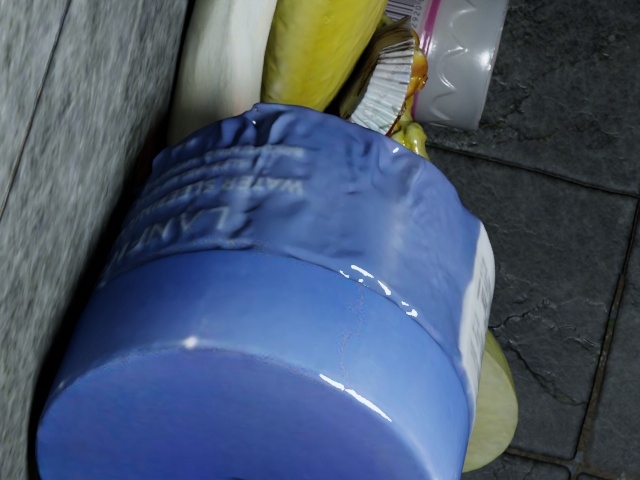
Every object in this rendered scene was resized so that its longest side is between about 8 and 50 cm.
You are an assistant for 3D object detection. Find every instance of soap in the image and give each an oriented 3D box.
[{"bbox_3d":[0.024,-0.265,1.475,0.427,0.115,0.306,109,-4,-54],"label":"soap"}]

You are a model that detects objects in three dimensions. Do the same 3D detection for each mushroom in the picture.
[{"bbox_3d":[-0.065,-0.108,1.266,0.084,0.071,0.209,-20,128,-48],"label":"mushroom"}]

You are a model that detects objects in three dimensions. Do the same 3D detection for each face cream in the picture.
[{"bbox_3d":[0.098,-0.220,2.106,0.175,0.195,0.175,15,90,-84],"label":"face cream"},{"bbox_3d":[-0.026,0.074,1.174,0.225,0.249,0.249,-74,177,-47],"label":"face cream"}]

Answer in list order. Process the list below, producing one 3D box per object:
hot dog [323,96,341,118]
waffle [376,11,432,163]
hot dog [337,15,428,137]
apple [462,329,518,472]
[{"bbox_3d":[-0.023,-0.050,1.649,0.146,0.103,0.213,-54,-174,33],"label":"hot dog"},{"bbox_3d":[0.030,-0.089,1.791,0.301,0.058,0.281,148,-67,-70],"label":"waffle"},{"bbox_3d":[0.051,-0.126,1.559,0.191,0.059,0.108,-82,-162,-76],"label":"hot dog"},{"bbox_3d":[0.001,0.143,1.681,0.295,0.258,0.233,-49,-150,-4],"label":"apple"}]
